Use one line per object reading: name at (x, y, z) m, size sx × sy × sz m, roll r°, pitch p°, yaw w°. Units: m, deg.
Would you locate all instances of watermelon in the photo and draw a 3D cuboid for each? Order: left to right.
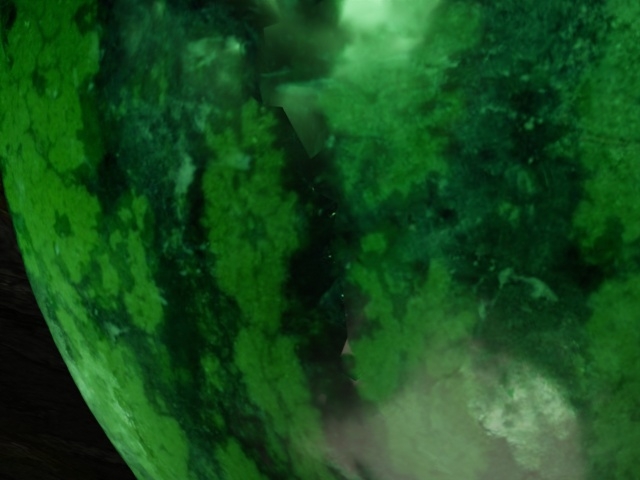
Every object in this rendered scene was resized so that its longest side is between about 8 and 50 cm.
watermelon at (0.086, 0.023, 0.497) m, size 0.292 × 0.222 × 0.319 m, roll -3°, pitch 165°, yaw 43°
